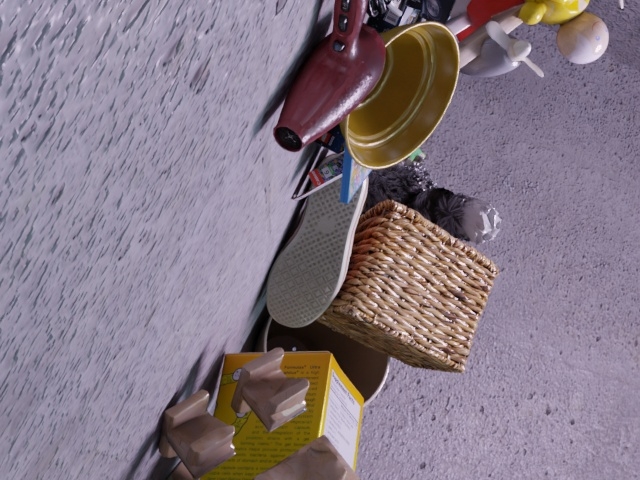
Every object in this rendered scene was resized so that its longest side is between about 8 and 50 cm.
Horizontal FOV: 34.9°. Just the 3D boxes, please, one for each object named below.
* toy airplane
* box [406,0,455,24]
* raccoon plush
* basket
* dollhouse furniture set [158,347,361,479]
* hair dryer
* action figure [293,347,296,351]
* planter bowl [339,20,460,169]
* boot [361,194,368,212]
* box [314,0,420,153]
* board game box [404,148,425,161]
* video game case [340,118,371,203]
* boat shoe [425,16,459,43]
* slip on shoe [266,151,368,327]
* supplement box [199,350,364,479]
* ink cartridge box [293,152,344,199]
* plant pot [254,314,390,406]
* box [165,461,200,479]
[{"bbox_3d":[0.365,-0.396,1.734,0.386,0.272,0.384,-43,176,12],"label":"toy airplane"},{"bbox_3d":[0.172,-0.386,1.623,0.018,0.083,0.067,-57,173,-38],"label":"box"},{"bbox_3d":[0.236,-0.050,2.064,0.299,0.446,0.216,-16,118,-44],"label":"raccoon plush"},{"bbox_3d":[0.139,0.085,1.863,0.213,0.299,0.223,-3,-117,58],"label":"basket"},{"bbox_3d":[-0.119,0.422,1.394,0.394,0.362,0.256,-26,153,-31],"label":"dollhouse furniture set"},{"bbox_3d":[0.019,-0.232,1.087,0.294,0.080,0.223,-69,159,2],"label":"hair dryer"},{"bbox_3d":[0.043,0.200,2.396,0.276,0.248,0.370,-64,172,15],"label":"action figure"},{"bbox_3d":[0.084,-0.212,1.384,0.217,0.090,0.217,-31,140,-30],"label":"planter bowl"},{"bbox_3d":[0.009,-0.003,1.970,0.213,0.077,0.165,-54,171,-22],"label":"boot"},{"bbox_3d":[0.071,-0.248,1.521,0.233,0.044,0.159,-64,174,14],"label":"box"},{"bbox_3d":[0.160,-0.192,2.234,0.092,0.043,0.181,-54,149,0],"label":"board game box"},{"bbox_3d":[0.068,-0.144,1.512,0.166,0.015,0.119,-54,154,-52],"label":"video game case"},{"bbox_3d":[0.265,-0.444,2.033,0.302,0.109,0.094,-36,-145,46],"label":"boat shoe"},{"bbox_3d":[0.000,0.000,1.715,0.101,0.123,0.331,-61,171,-70],"label":"slip on shoe"},{"bbox_3d":[-0.065,0.379,1.636,0.194,0.195,0.357,59,34,-52],"label":"supplement box"},{"bbox_3d":[0.005,-0.100,1.573,0.115,0.029,0.063,-28,179,2],"label":"ink cartridge box"},{"bbox_3d":[-0.031,0.233,2.039,0.257,0.256,0.274,-61,-168,-21],"label":"plant pot"},{"bbox_3d":[-0.202,0.464,1.843,0.311,0.148,0.121,-49,164,-75],"label":"box"}]
